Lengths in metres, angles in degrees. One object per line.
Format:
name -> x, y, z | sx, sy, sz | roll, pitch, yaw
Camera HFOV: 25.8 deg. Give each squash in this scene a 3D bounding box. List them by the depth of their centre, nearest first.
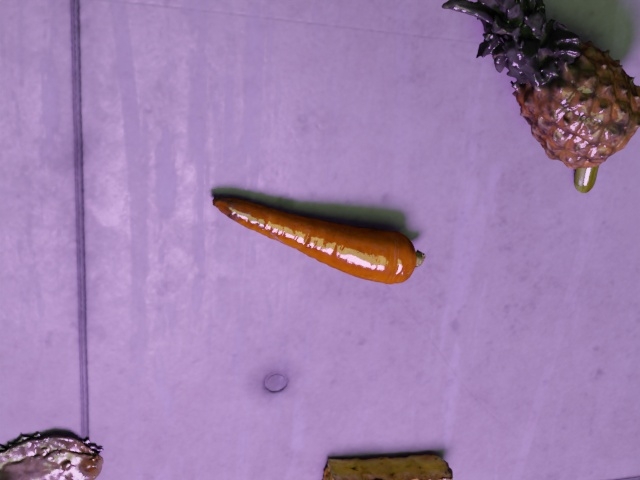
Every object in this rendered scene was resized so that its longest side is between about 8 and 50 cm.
squash -> 0.303, -0.091, 1.571 | 0.027, 0.027, 0.083 | 2, 121, -18

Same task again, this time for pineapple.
pineapple -> 0.230, -0.189, 1.439 | 0.128, 0.128, 0.248 | -39, 118, 9

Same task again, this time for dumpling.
dumpling -> -0.400, 0.340, 1.594 | 0.166, 0.086, 0.332 | 33, 103, -34

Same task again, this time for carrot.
carrot -> 0.000, 0.000, 1.518 | 0.257, 0.061, 0.061 | 14, 116, -22

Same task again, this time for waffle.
waffle -> 0.074, 0.369, 1.771 | 0.160, 0.055, 0.211 | -1, 121, -16
